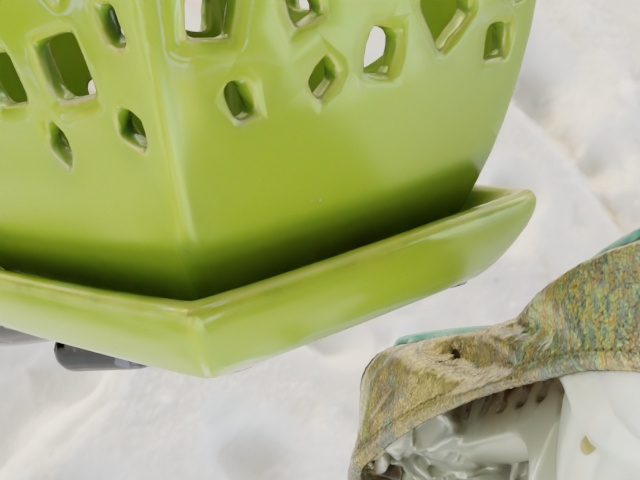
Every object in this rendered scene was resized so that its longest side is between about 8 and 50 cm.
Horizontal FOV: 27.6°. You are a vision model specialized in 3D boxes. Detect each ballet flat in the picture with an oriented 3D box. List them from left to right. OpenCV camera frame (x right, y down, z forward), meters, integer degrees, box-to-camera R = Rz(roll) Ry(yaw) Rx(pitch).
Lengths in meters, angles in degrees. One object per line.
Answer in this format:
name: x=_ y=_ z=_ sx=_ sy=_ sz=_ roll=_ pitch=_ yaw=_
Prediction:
ballet flat: x=0.110 y=0.078 z=0.535 sx=0.123 sy=0.348 sz=0.123 roll=7 pitch=73 yaw=-24

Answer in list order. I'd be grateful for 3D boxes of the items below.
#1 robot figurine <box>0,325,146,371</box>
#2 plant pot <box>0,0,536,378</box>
robot figurine: x=-0.207 y=-0.010 z=0.985 sx=0.173 sy=0.278 sz=0.209 roll=14 pitch=71 yaw=-48
plant pot: x=-0.049 y=-0.070 z=0.545 sx=0.227 sy=0.228 sz=0.207 roll=-19 pitch=108 yaw=-41
